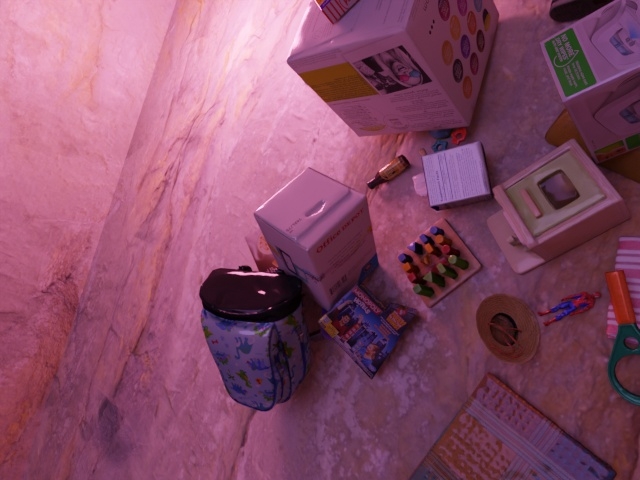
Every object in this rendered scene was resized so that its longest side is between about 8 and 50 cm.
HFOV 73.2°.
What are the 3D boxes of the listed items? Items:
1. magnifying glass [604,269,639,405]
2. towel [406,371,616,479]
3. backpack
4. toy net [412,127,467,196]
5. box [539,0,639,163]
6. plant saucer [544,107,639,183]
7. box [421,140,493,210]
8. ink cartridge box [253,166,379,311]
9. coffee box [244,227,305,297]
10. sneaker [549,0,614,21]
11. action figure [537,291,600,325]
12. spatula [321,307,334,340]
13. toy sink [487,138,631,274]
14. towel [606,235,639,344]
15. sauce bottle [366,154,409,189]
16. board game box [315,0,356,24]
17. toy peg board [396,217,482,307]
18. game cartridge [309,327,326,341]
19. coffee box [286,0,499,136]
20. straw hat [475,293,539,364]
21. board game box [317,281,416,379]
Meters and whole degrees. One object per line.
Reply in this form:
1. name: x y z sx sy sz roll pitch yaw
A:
1. magnifying glass: 0.535 0.167 0.745 0.092 0.026 0.230 -17 80 45
2. towel: 0.336 0.490 0.847 0.271 0.040 0.370 38 101 41
3. backpack: -0.163 0.276 1.161 0.290 0.355 0.273 6 45 24
4. toy net: 0.307 -0.217 1.092 0.122 0.045 0.232 12 86 41
5. box: 0.507 -0.262 0.666 0.231 0.262 0.126 -22 64 34
6. plant saucer: 0.643 -0.277 0.784 0.332 0.081 0.333 -57 47 13
7. box: 0.318 -0.147 1.005 0.137 0.072 0.126 -11 81 25
8. ink cartridge box: 0.000 0.000 1.084 0.197 0.270 0.198 33 65 34
9. coffee box: -0.116 0.061 1.316 0.141 0.098 0.246 -32 54 5
10. sneaker: 0.605 -0.553 0.901 0.222 0.083 0.118 7 81 44
11. action figure: 0.483 0.129 0.835 0.115 0.030 0.038 -35 51 27
12. spatula: 0.034 0.133 1.216 0.030 0.084 0.296 125 146 -54
13. toy sink: 0.443 -0.058 0.857 0.234 0.131 0.152 -36 55 29
14. towel: 0.593 0.089 0.750 0.144 0.029 0.196 6 80 45
15. sauce bottle: 0.185 -0.185 1.191 0.128 0.042 0.042 -37 55 28
16. board game box: 0.044 -0.585 0.956 0.147 0.045 0.193 -38 47 20
17. toy peg board: 0.262 0.046 1.023 0.161 0.079 0.160 -44 52 22
18. game cartridge: 0.000 0.263 1.204 0.083 0.056 0.017 -30 51 35
19. coffee box: 0.186 -0.492 1.054 0.338 0.334 0.337 6 71 43
20. straw hat: 0.371 0.187 0.889 0.061 0.145 0.144 104 158 -63
21. board game box: 0.130 0.201 1.060 0.194 0.060 0.194 -45 84 12
